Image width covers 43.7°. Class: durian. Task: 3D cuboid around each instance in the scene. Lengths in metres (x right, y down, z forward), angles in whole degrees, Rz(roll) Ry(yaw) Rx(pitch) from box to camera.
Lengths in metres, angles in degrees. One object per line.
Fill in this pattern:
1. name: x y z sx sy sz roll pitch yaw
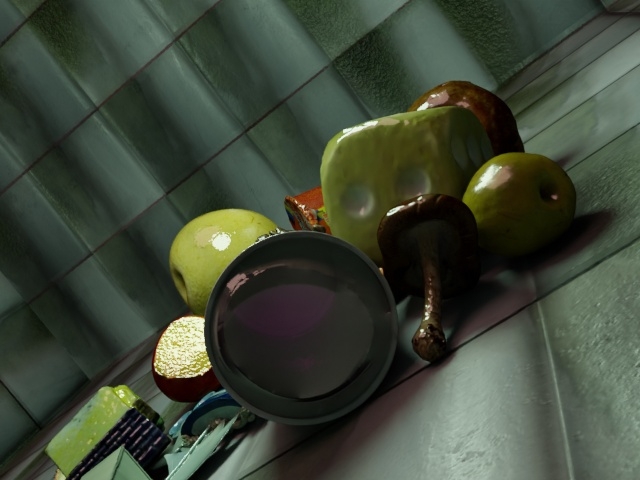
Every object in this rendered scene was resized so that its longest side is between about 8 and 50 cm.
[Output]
1. durian: -0.622 0.590 1.962 0.066 0.052 0.130 6 28 18

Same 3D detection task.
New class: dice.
1. dice: 0.154 -0.085 1.306 0.233 0.227 0.238 -12 0 30

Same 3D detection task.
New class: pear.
1. pear: -0.244 0.076 2.207 0.348 0.348 0.348 -37 6 5
2. pear: 0.271 -0.051 1.115 0.149 0.149 0.162 -41 11 -27

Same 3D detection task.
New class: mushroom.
1. mushroom: 0.268 -0.145 1.522 0.267 0.254 0.267 -16 43 15
2. mushroom: 0.146 0.075 1.073 0.148 0.227 0.218 -7 56 18

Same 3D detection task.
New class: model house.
1. model house: -0.358 0.399 1.464 0.194 0.170 0.211 -46 35 -16

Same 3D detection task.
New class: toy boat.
1. toy boat: -0.214 0.342 1.317 0.291 0.070 0.210 -43 6 -24

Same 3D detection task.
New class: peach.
1. peach: -0.280 0.256 1.742 0.190 0.190 0.192 -36 -12 11

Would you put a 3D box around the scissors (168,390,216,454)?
1. scissors: -0.255 0.366 1.524 0.125 0.030 0.256 -41 6 5

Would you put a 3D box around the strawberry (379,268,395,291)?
1. strawberry: 0.106 0.044 1.484 0.236 0.190 0.111 -59 -21 -44

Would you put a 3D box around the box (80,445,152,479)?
1. box: -0.267 0.378 1.058 0.086 0.129 0.225 -38 6 -3

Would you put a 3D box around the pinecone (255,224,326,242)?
1. pinecone: -0.057 0.093 1.536 0.273 0.224 0.224 -59 6 2

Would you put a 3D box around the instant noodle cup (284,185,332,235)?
1. instant noodle cup: 0.061 -0.036 1.792 0.192 0.250 0.250 -31 5 -11

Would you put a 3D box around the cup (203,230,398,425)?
1. cup: -0.038 0.108 1.190 0.253 0.253 0.371 -38 5 -3
